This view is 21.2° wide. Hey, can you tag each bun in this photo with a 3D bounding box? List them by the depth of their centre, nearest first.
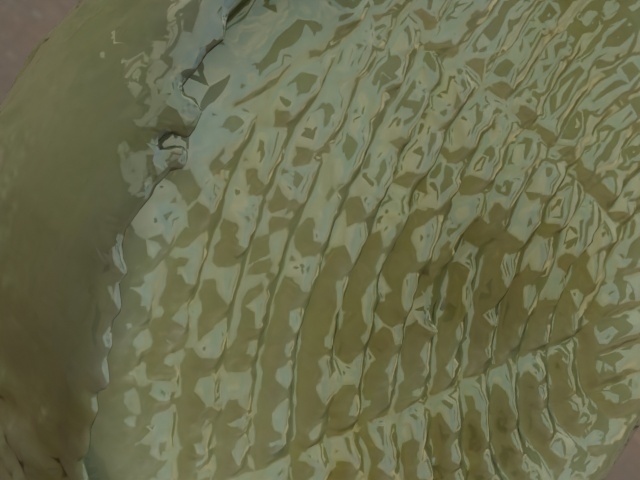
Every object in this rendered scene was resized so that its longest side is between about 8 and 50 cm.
[{"bbox_3d":[-0.004,-0.003,0.704,0.202,0.364,0.364,29,3,42],"label":"bun"}]
